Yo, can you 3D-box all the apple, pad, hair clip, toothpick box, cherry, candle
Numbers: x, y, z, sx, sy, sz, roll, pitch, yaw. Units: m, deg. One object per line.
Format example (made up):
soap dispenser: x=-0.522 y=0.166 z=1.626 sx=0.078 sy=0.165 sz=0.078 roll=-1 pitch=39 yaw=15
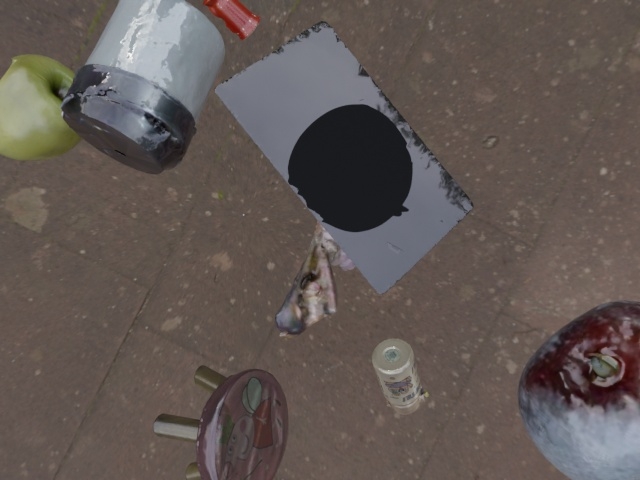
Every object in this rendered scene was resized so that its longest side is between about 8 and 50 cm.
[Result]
apple: x=-0.729 y=-0.336 z=1.406 sx=0.278 sy=0.279 sz=0.280 roll=0 pitch=93 yaw=-8
pad: x=0.031 y=-0.092 z=0.568 sx=0.159 sy=0.009 sz=0.265 roll=-39 pitch=91 yaw=-24
hair clip: x=0.007 y=0.001 z=0.727 sx=0.069 sy=0.301 sz=0.173 roll=-4 pitch=134 yaw=16
toothpick box: x=-0.138 y=-0.355 z=0.842 sx=0.083 sy=0.047 sz=0.047 roll=37 pitch=87 yaw=-29
cherry: x=0.401 y=0.211 z=0.719 sx=0.255 sy=0.218 sz=0.296 roll=-46 pitch=119 yaw=-2
candle: x=-0.296 y=-0.307 z=0.983 sx=0.221 sy=0.221 sz=0.343 roll=22 pitch=71 yaw=-8

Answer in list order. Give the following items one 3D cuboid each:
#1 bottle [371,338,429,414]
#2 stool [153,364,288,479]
bottle: x=0.194 y=0.330 z=1.289 sx=0.109 sy=0.097 sz=0.209 roll=-10 pitch=131 yaw=13
stool: x=-0.210 y=0.415 z=1.200 sx=0.178 sy=0.272 sz=0.272 roll=-2 pitch=94 yaw=31
